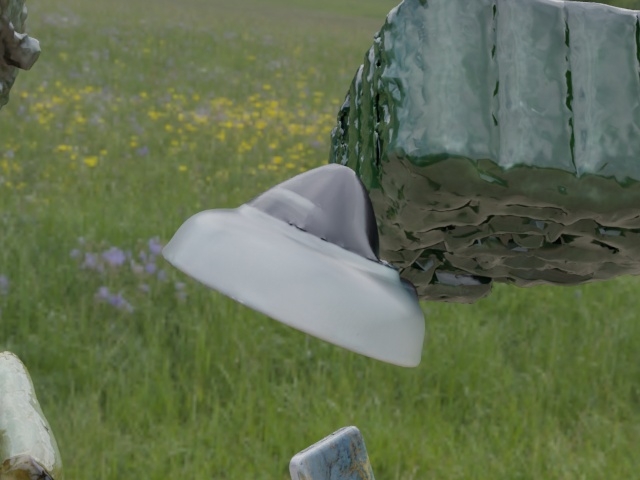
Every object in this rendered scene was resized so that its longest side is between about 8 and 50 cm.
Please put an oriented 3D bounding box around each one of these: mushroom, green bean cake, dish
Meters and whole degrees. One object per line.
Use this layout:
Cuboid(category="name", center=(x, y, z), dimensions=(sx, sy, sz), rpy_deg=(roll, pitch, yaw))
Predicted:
Cuboid(category="mushroom", center=(-0.427, 0.273, 1.403), dimensions=(0.087, 0.107, 0.333), rpy_deg=(-11, 27, -20))
Cuboid(category="green bean cake", center=(0.171, -0.053, 0.789), dimensions=(0.307, 0.169, 0.300), rpy_deg=(5, -18, -7))
Cuboid(category="dish", center=(0.000, 0.000, 0.496), dimensions=(0.141, 0.078, 0.141), rpy_deg=(24, 1, 0))

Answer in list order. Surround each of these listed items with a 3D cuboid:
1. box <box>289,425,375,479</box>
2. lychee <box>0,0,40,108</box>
Cuboid(category="box", center=(0.043, 0.426, 1.442), dimensions=(0.142, 0.285, 0.044), rpy_deg=(-20, 7, -43))
Cuboid(category="lychee", center=(-0.383, -0.203, 0.865), dimensions=(0.274, 0.255, 0.255), rpy_deg=(11, 13, -5))
